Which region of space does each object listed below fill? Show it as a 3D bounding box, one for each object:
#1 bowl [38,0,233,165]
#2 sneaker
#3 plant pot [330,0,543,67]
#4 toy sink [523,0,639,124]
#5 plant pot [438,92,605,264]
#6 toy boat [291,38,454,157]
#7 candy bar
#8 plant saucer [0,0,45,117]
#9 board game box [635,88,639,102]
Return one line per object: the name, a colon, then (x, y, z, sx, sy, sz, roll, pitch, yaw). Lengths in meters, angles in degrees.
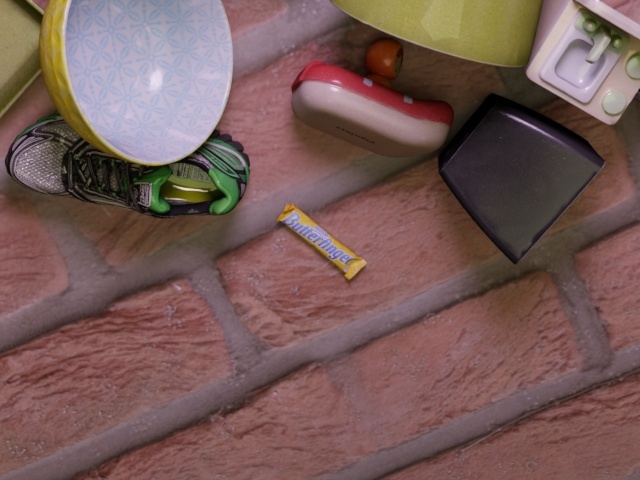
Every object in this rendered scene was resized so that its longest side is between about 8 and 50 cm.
bowl: (-0.271, -0.246, 1.380, 0.156, 0.289, 0.289, 5, 121, 39)
sneaker: (-0.271, -0.105, 1.464, 0.344, 0.146, 0.134, 2, 113, -5)
plant pot: (0.184, -0.404, 1.297, 0.275, 0.274, 0.293, 14, 113, -10)
toy sink: (0.357, -0.256, 1.402, 0.153, 0.234, 0.131, 25, 108, -15)
plant pot: (0.272, -0.106, 1.497, 0.167, 0.187, 0.188, 37, 106, -4)
toy boat: (0.082, -0.213, 1.467, 0.231, 0.151, 0.151, 21, 81, -13)
candy bar: (0.000, 0.000, 1.599, 0.161, 0.018, 0.040, 39, 105, -19)
plant saucer: (-0.470, -0.282, 1.427, 0.188, 0.045, 0.188, -43, 110, 13)
board game box: (0.598, -0.268, 1.439, 0.305, 0.193, 0.053, -43, 109, 13)
